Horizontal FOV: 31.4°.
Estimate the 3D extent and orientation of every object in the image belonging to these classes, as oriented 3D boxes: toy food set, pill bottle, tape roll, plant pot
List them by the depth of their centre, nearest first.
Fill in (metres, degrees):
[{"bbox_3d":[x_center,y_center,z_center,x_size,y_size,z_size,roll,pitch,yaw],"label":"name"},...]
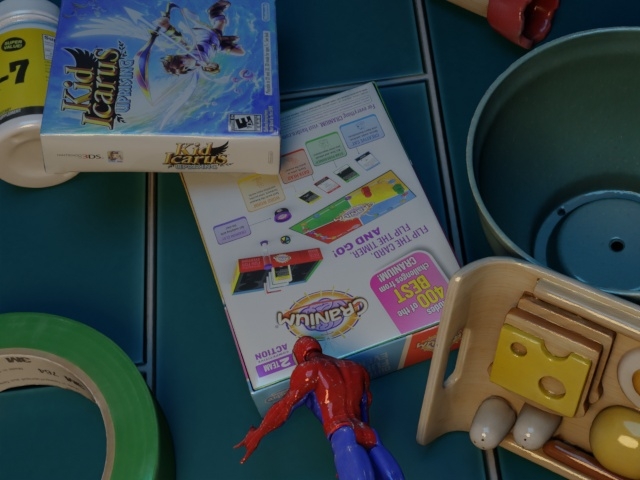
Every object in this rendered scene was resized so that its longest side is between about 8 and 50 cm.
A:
[{"bbox_3d":[0.233,0.161,0.960,0.306,0.220,0.092,23,43,20],"label":"toy food set"},{"bbox_3d":[0.290,-0.030,1.093,0.293,0.196,0.293,-4,58,7],"label":"plant pot"},{"bbox_3d":[-0.304,0.226,1.097,0.321,0.077,0.321,-4,58,6],"label":"tape roll"},{"bbox_3d":[-0.335,-0.176,1.326,0.119,0.119,0.208,-14,57,0],"label":"pill bottle"}]

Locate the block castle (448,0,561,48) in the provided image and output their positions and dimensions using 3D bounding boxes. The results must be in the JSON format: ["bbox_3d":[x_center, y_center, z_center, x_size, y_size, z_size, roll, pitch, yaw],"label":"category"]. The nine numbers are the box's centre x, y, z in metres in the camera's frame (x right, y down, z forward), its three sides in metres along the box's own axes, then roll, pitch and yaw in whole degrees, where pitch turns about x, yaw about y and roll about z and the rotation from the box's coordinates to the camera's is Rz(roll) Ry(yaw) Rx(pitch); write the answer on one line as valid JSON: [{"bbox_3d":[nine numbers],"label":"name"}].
[{"bbox_3d":[0.249,-0.463,1.223,0.213,0.453,0.303,30,66,32],"label":"block castle"}]

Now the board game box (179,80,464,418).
[{"bbox_3d":[0.000,0.000,1.197,0.242,0.064,0.316,-19,58,-3],"label":"board game box"}]

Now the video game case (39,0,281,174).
[{"bbox_3d":[-0.168,-0.186,1.246,0.244,0.061,0.269,-1,48,-4],"label":"video game case"}]

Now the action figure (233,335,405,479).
[{"bbox_3d":[0.017,0.211,1.004,0.091,0.139,0.280,10,37,-35],"label":"action figure"}]
